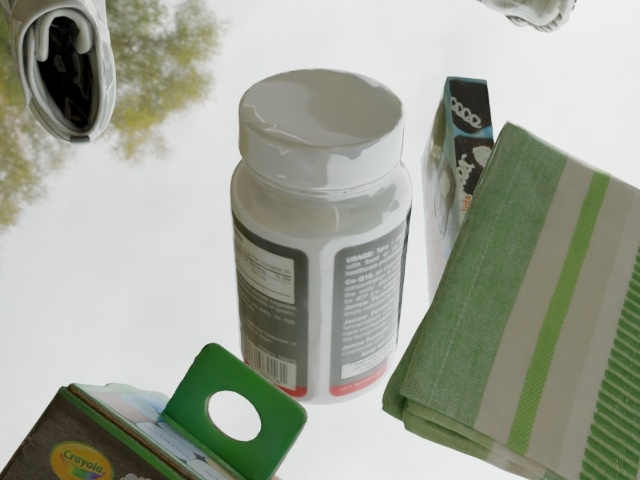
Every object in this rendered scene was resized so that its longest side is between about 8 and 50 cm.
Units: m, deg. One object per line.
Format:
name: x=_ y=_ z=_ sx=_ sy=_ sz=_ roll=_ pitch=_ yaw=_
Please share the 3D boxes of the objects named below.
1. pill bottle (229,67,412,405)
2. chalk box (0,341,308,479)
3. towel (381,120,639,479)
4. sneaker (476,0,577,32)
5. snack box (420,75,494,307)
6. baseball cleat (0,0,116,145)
pill bottle: x=0.000 y=0.000 z=0.746 sx=0.161 sy=0.161 sz=0.283 roll=-123 pitch=-153 yaw=-46
chalk box: x=-0.089 y=0.158 z=0.420 sx=0.132 sy=0.132 sz=0.213 roll=34 pitch=-96 yaw=14
towel: x=0.227 y=0.085 z=0.544 sx=0.248 sy=0.325 sz=0.038 roll=-61 pitch=179 yaw=-30
sneaker: x=0.304 y=-0.380 z=1.235 sx=0.292 sy=0.118 sz=0.110 roll=-124 pitch=-128 yaw=-76
snack box: x=0.180 y=-0.028 z=1.058 sx=0.187 sy=0.060 sz=0.322 roll=99 pitch=-7 yaw=-59
baseball cleat: x=-0.146 y=-0.154 z=0.443 sx=0.109 sy=0.072 sz=0.206 roll=-151 pitch=-135 yaw=-69
